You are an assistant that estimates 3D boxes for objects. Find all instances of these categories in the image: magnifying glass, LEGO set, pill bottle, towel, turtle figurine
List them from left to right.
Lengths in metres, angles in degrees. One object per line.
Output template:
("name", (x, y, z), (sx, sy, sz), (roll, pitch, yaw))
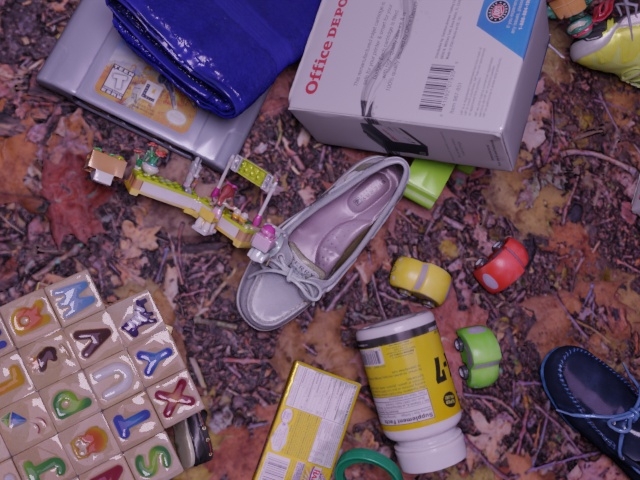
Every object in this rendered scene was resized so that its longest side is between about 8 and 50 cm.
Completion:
("LEGO set", (-0.165, -0.080, 0.919), (0.287, 0.132, 0.107), (28, 102, 2))
("towel", (-0.127, -0.321, 0.963), (0.227, 0.076, 0.308), (43, 53, -8))
("magnifying glass", (0.113, 0.382, 0.973), (0.231, 0.092, 0.026), (47, 30, -11))
("pill bottle", (0.133, 0.214, 0.970), (0.119, 0.119, 0.208), (-15, 86, -15))
("turtle figurine", (0.374, -0.384, 1.047), (0.175, 0.118, 0.234), (-30, 110, 23))

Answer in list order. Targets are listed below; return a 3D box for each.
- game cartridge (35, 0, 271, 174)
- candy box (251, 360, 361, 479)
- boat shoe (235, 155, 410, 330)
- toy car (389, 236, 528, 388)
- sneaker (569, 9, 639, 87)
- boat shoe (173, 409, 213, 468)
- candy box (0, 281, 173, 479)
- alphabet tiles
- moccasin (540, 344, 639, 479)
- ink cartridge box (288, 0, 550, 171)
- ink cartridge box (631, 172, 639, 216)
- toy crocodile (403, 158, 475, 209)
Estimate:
("game cartridge", (-0.228, -0.245, 0.985), (0.297, 0.062, 0.198), (25, 81, -9))
("candy box", (-0.023, 0.286, 0.970), (0.105, 0.027, 0.206), (23, 78, -12))
("boat shoe", (0.003, 0.001, 0.964), (0.320, 0.103, 0.118), (-43, 93, -3))
("toy car", (0.238, 0.116, 1.043), (0.239, 0.053, 0.225), (-9, 84, -14))
("sneaker", (0.610, -0.295, 1.146), (0.384, 0.145, 0.147), (2, 87, -9))
("boat shoe", (-0.180, 0.243, 0.933), (0.042, 0.049, 0.133), (-4, 75, -42))
("candy box", (-0.331, 0.233, 0.873), (0.183, 0.087, 0.316), (20, 78, -10))
("alphabet tiles", (-0.333, 0.209, 0.824), (0.342, 0.011, 0.285), (-25, 88, -15))
("moccasin", (0.495, 0.286, 1.047), (0.342, 0.117, 0.138), (42, 75, -5))
("ink cartridge box", (0.140, -0.240, 0.955), (0.307, 0.129, 0.223), (12, 77, 26))
("ink cartridge box", (0.620, -0.114, 1.085), (0.093, 0.212, 0.154), (25, 76, -12))
("toy crocodile", (0.218, -0.207, 1.066), (0.115, 0.105, 0.340), (24, 80, 2))
